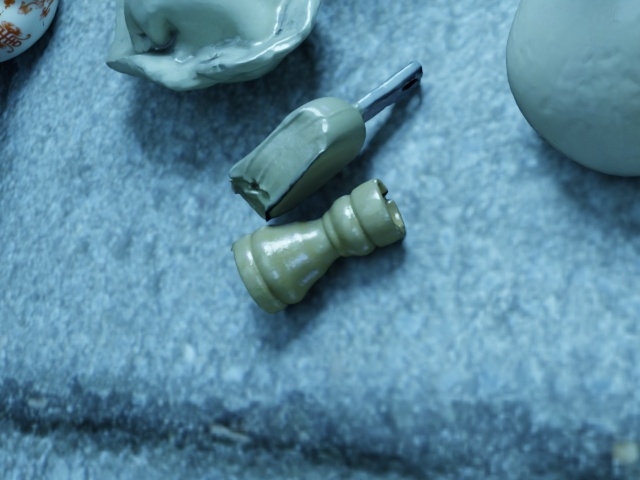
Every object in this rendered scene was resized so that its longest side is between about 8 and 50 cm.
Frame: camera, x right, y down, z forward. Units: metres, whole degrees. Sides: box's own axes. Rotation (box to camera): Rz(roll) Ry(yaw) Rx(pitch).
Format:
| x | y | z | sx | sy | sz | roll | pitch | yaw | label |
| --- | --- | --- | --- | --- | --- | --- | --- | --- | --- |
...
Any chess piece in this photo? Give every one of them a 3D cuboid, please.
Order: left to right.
| x | y | z | sx | sy | sz | roll | pitch | yaw | label |
| --- | --- | --- | --- | --- | --- | --- | --- | --- | --- |
| 0.000 | 0.000 | 0.662 | 0.122 | 0.066 | 0.066 | -29 | 58 | 14 | chess piece |

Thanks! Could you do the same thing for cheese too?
| x | y | z | sx | sy | sz | roll | pitch | yaw | label |
| --- | --- | --- | --- | --- | --- | --- | --- | --- | --- |
| 0.007 | -0.081 | 0.670 | 0.171 | 0.092 | 0.048 | -39 | 83 | 11 | cheese |

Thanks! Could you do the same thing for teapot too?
| x | y | z | sx | sy | sz | roll | pitch | yaw | label |
| --- | --- | --- | --- | --- | --- | --- | --- | --- | --- |
| -0.363 | -0.266 | 0.963 | 0.245 | 0.116 | 0.159 | -6 | 81 | 27 | teapot |

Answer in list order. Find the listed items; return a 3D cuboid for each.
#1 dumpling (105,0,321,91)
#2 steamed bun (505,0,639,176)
| x | y | z | sx | sy | sz | roll | pitch | yaw | label |
| --- | --- | --- | --- | --- | --- | --- | --- | --- | --- |
| -0.102 | -0.196 | 0.758 | 0.250 | 0.132 | 0.162 | 29 | 84 | 36 | dumpling |
| 0.214 | -0.154 | 0.547 | 0.228 | 0.130 | 0.177 | -45 | 54 | 11 | steamed bun |
